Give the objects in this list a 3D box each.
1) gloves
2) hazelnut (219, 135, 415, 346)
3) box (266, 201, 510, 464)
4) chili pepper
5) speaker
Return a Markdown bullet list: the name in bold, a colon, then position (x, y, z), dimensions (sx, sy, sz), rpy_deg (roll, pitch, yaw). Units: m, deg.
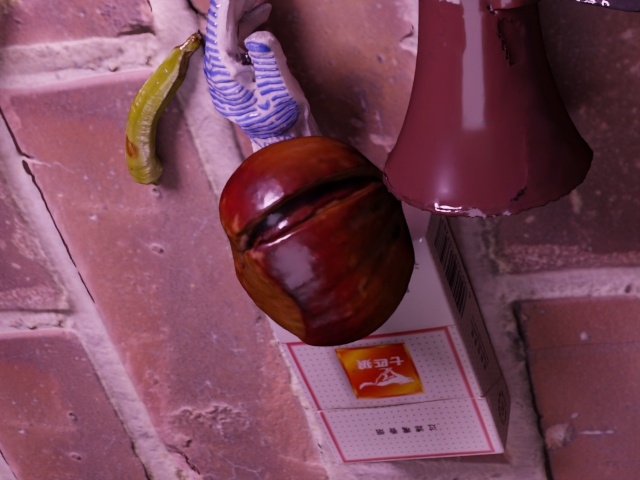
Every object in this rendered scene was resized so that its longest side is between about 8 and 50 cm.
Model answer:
- **gloves**: position (-0.061, -0.158, 1.253), dimensions (0.119, 0.097, 0.229), rpy_deg (30, 148, 42)
- **hazelnut**: position (0.000, 0.000, 1.245), dimensions (0.178, 0.178, 0.204), rpy_deg (-38, 77, 37)
- **box**: position (0.072, 0.106, 1.450), dimensions (0.210, 0.095, 0.330), rpy_deg (-7, 129, 22)
- **chili pepper**: position (-0.173, -0.133, 1.349), dimensions (0.049, 0.043, 0.208), rpy_deg (28, 132, 8)
- **speaker**: position (0.150, -0.176, 1.094), dimensions (0.198, 0.259, 0.329), rpy_deg (-14, 127, -11)
